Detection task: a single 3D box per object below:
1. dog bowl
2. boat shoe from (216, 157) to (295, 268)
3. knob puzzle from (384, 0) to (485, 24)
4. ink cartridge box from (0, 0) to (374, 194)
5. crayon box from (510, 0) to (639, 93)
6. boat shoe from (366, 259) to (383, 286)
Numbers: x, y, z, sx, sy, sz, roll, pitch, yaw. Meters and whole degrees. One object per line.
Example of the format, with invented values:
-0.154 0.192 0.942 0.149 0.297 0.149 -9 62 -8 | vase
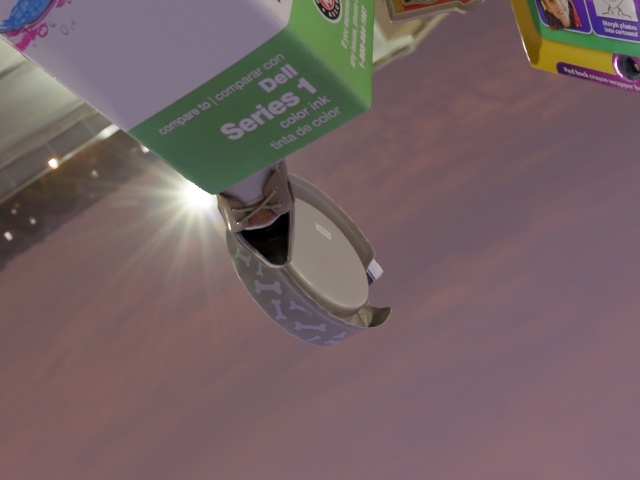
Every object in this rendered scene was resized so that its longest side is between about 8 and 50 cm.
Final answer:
-0.025 0.038 1.741 0.102 0.349 0.349 -40 -172 25 | dog bowl
-0.083 -0.065 1.251 0.113 0.103 0.302 -21 151 3 | boat shoe
0.163 -0.370 1.208 0.213 0.213 0.030 -34 155 -4 | knob puzzle
-0.099 -0.188 0.462 0.117 0.278 0.201 -25 -136 32 | ink cartridge box
0.308 -0.298 0.927 0.106 0.313 0.363 -33 -150 -14 | crayon box
0.000 0.000 1.998 0.102 0.301 0.108 -47 -157 -10 | boat shoe
